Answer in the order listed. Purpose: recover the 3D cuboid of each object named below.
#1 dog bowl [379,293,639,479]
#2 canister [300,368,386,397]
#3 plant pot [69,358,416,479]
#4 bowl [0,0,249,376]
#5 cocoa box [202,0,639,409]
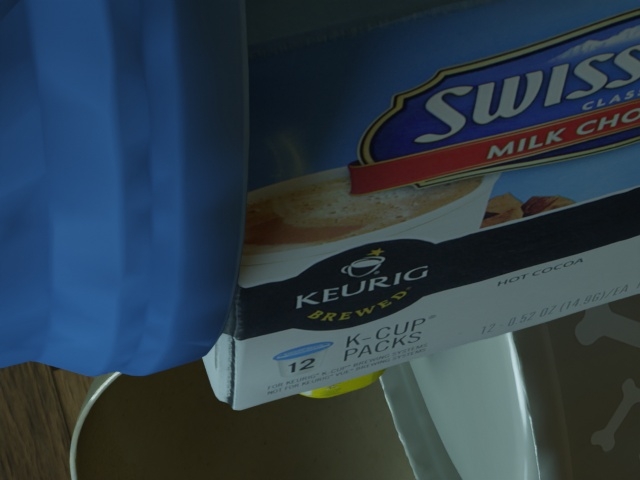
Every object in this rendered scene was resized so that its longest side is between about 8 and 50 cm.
[{"bbox_3d":[0.091,0.012,0.967,0.349,0.102,0.349,164,90,-80],"label":"dog bowl"},{"bbox_3d":[0.000,0.000,0.951,0.170,0.073,0.126,99,154,-72],"label":"canister"},{"bbox_3d":[-0.009,0.095,1.296,0.191,0.284,0.284,-83,-11,-49],"label":"plant pot"},{"bbox_3d":[-0.115,-0.147,0.575,0.391,0.077,0.391,168,90,-75],"label":"bowl"},{"bbox_3d":[0.023,-0.164,0.662,0.228,0.231,0.347,98,155,-62],"label":"cocoa box"}]
